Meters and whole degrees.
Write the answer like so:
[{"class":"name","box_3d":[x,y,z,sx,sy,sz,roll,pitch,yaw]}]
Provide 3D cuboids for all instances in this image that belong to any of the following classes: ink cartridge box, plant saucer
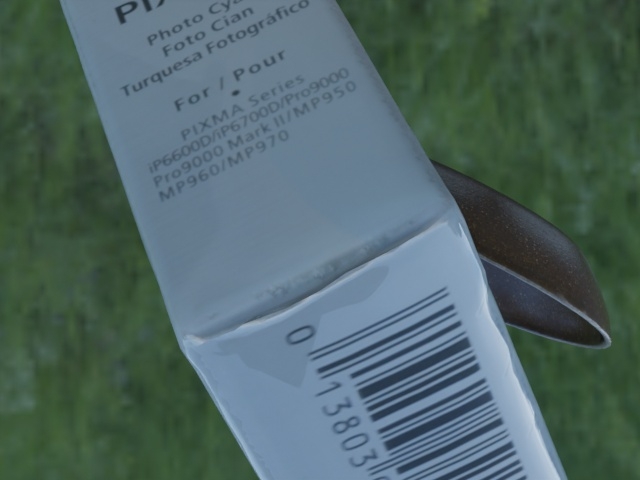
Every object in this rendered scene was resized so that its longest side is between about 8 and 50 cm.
[{"class":"ink cartridge box","box_3d":[0.000,0.000,0.722,0.091,0.385,0.308,-25,131,2]},{"class":"plant saucer","box_3d":[0.049,-0.007,0.860,0.199,0.036,0.198,25,173,4]}]
